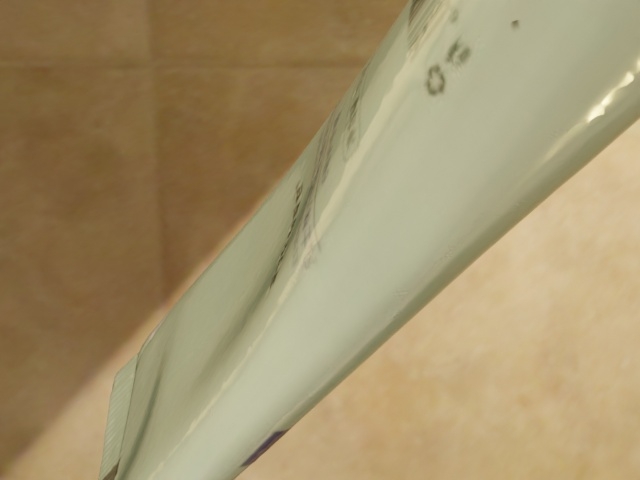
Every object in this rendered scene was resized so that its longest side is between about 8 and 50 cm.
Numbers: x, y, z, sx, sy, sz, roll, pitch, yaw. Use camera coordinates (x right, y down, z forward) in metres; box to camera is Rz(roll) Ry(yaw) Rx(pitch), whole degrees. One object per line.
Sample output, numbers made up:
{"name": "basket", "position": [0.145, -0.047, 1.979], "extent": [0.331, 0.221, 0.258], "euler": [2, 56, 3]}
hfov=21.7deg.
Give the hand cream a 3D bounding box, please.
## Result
{"name": "hand cream", "position": [0.000, 0.000, 0.473], "extent": [0.067, 0.109, 0.321], "euler": [27, 133, -20]}
